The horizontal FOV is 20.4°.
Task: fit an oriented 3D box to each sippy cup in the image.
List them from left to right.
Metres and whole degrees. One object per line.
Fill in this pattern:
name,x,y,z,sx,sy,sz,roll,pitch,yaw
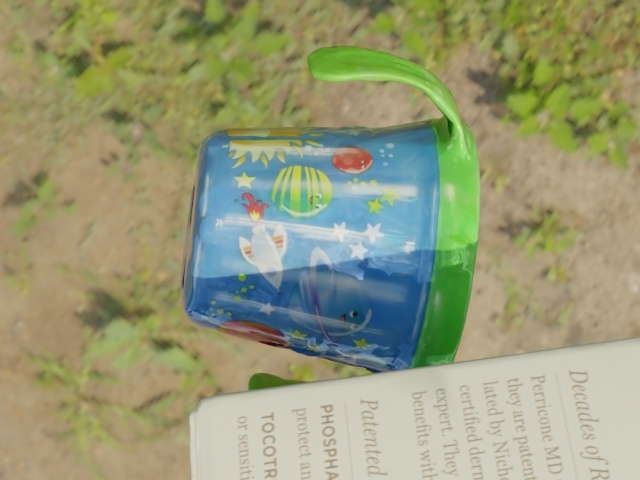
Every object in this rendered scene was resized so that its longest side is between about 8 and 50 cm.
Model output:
sippy cup,0.000,0.000,1.497,0.224,0.305,0.240,7,174,-8

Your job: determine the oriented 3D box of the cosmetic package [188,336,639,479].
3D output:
cosmetic package,0.135,0.302,1.221,0.394,0.327,0.329,-8,136,2
